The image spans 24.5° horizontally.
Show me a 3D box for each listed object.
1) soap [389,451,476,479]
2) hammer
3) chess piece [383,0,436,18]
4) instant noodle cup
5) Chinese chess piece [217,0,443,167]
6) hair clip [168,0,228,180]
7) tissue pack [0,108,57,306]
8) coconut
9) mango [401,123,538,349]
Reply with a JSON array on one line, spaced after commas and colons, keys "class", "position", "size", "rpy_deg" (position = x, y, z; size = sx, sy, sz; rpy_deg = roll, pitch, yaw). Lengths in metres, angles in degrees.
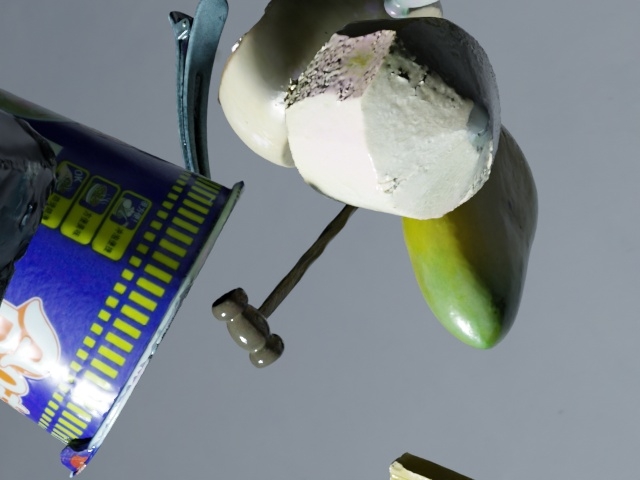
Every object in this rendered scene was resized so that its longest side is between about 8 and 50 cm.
[{"class": "soap", "position": [0.188, 0.322, 1.640], "size": [0.252, 0.037, 0.092], "rpy_deg": [22, 122, 24]}, {"class": "hammer", "position": [0.000, 0.000, 1.154], "size": [0.029, 0.292, 0.058], "rpy_deg": [-27, 104, 35]}, {"class": "chess piece", "position": [0.131, -0.307, 1.331], "size": [0.139, 0.139, 0.271], "rpy_deg": [50, 131, 17]}, {"class": "instant noodle cup", "position": [-0.263, -0.004, 1.218], "size": [0.312, 0.284, 0.284], "rpy_deg": [30, 108, -5]}, {"class": "Chinese chess piece", "position": [0.011, -0.192, 1.538], "size": [0.104, 0.257, 0.257], "rpy_deg": [46, 112, 13]}, {"class": "hair clip", "position": [-0.139, -0.147, 1.714], "size": [0.083, 0.048, 0.275], "rpy_deg": [-14, 74, 42]}, {"class": "tissue pack", "position": [-0.369, -0.001, 0.842], "size": [0.264, 0.416, 0.253], "rpy_deg": [26, 98, 12]}, {"class": "coconut", "position": [0.061, -0.089, 1.068], "size": [0.153, 0.147, 0.147], "rpy_deg": [12, 99, 51]}, {"class": "mango", "position": [0.120, -0.020, 1.213], "size": [0.091, 0.237, 0.137], "rpy_deg": [-31, 114, 29]}]
